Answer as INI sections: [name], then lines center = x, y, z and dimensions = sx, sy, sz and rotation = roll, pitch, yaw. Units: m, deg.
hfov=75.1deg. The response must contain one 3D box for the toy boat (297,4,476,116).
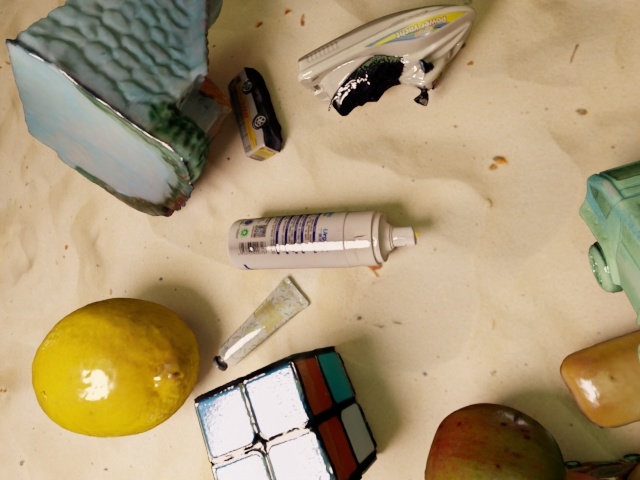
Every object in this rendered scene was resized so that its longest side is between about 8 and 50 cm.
[toy boat]
center = 0.103, -0.272, 0.653
dimensions = 0.270, 0.141, 0.140
rotation = -3, 80, 20

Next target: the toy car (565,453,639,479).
[toy car]
center = 0.352, 0.296, 0.500
dimensions = 0.122, 0.035, 0.059
rotation = -19, 70, 21

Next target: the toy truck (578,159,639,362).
[toy truck]
center = 0.383, 0.029, 0.425
dimensions = 0.155, 0.156, 0.278
rotation = -17, 35, 23

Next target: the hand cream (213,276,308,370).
[hand cream]
center = -0.109, 0.151, 0.720
dimensions = 0.194, 0.042, 0.067
rotation = -45, 66, 6

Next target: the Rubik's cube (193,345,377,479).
[Rubik's cube]
center = -0.042, 0.269, 0.595
dimensions = 0.167, 0.180, 0.183
rotation = -27, 74, 16

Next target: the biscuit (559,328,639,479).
[biscuit]
center = 0.453, 0.188, 0.448
dimensions = 0.291, 0.062, 0.236
rotation = -23, 71, 12

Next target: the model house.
[model house]
center = -0.296, -0.273, 0.761
dimensions = 0.360, 0.297, 0.339
rotation = -24, 37, 59

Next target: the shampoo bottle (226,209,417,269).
[shampoo bottle]
center = 0.000, 0.000, 0.672
dimensions = 0.303, 0.092, 0.092
rotation = -3, 80, 22

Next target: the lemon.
[lemon]
center = -0.339, 0.211, 0.706
dimensions = 0.263, 0.236, 0.235
rotation = 23, 90, 12

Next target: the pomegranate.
[pomegranate]
center = 0.226, 0.283, 0.472
dimensions = 0.210, 0.180, 0.179
rotation = -1, 80, 36

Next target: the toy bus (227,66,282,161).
[toy bus]
center = -0.124, -0.236, 0.784
dimensions = 0.072, 0.057, 0.172
rotation = -26, 72, 27
